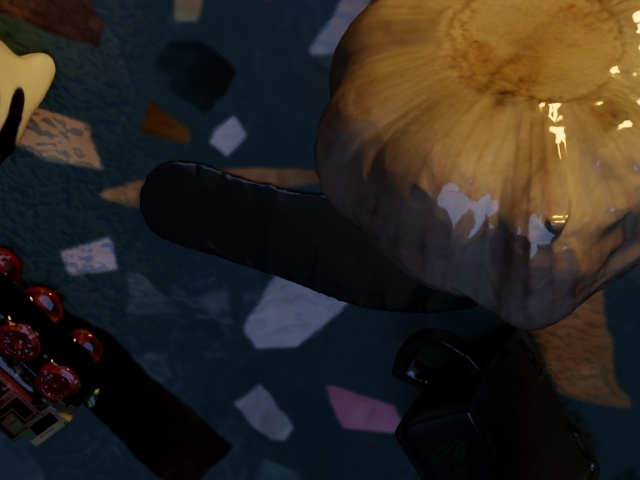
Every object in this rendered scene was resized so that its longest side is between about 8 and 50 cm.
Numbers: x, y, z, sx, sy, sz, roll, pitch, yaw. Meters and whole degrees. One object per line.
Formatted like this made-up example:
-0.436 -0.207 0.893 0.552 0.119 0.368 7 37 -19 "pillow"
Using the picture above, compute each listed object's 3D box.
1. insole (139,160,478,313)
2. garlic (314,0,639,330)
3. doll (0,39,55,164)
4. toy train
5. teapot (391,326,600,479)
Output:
0.000 0.000 0.841 0.232 0.003 0.080 13 118 3 "insole"
0.107 -0.036 0.719 0.218 0.218 0.212 2 148 9 "garlic"
-0.251 -0.065 0.793 0.181 0.110 0.107 -17 73 19 "doll"
-0.205 0.067 0.884 0.087 0.050 0.138 -36 106 27 "toy train"
0.097 0.129 0.852 0.096 0.087 0.177 -14 115 41 "teapot"
